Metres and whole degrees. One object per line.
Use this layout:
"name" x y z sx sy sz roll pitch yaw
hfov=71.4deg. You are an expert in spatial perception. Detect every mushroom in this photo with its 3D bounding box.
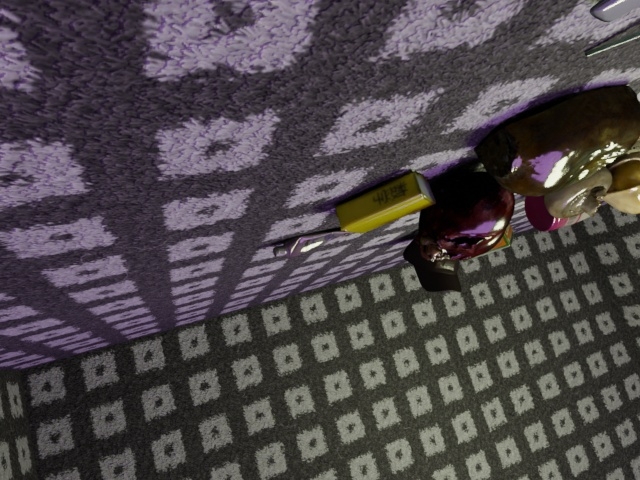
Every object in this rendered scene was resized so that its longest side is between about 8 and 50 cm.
"mushroom" 0.891 -0.160 1.531 0.226 0.178 0.226 -23 155 -11

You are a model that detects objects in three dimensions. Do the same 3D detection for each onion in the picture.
"onion" 0.388 -0.068 1.165 0.280 0.221 0.281 -35 175 -4

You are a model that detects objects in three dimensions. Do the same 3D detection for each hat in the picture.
"hat" 0.498 0.055 1.858 0.237 0.336 0.209 3 124 -17

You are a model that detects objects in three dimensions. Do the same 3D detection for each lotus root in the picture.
"lotus root" 0.482 -0.186 0.935 0.260 0.150 0.267 -13 165 -25

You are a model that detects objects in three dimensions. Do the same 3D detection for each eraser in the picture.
"eraser" 0.161 -0.088 1.091 0.225 0.069 0.158 -23 166 23

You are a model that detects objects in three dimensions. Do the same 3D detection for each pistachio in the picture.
"pistachio" 1.115 -0.205 1.601 0.229 0.230 0.308 -24 162 31

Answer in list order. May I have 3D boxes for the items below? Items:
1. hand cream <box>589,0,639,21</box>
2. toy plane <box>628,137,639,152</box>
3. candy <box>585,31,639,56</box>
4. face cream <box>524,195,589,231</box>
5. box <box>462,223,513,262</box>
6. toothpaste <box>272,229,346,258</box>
"hand cream" 0.413 -0.315 0.453 0.079 0.048 0.255 -10 167 -38
"toy plane" 0.838 -0.270 1.163 0.241 0.104 0.256 -2 161 -45
"candy" 0.492 -0.308 0.637 0.200 0.061 0.060 -14 172 29
"face cream" 0.930 -0.139 1.732 0.194 0.175 0.175 -14 168 -9
"box" 0.644 -0.029 1.777 0.194 0.148 0.177 -25 -172 33
"toothpaste" 0.000 0.000 1.333 0.300 0.048 0.075 -15 164 -24
